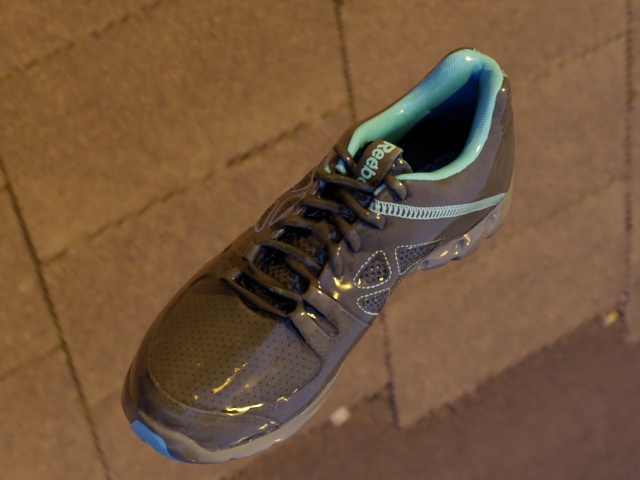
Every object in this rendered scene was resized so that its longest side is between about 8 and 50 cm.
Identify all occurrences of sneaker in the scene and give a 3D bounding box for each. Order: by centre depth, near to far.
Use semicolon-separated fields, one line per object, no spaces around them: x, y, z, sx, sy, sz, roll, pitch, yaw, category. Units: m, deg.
0.000;0.000;1.103;0.341;0.125;0.139;-44;157;-28;sneaker
